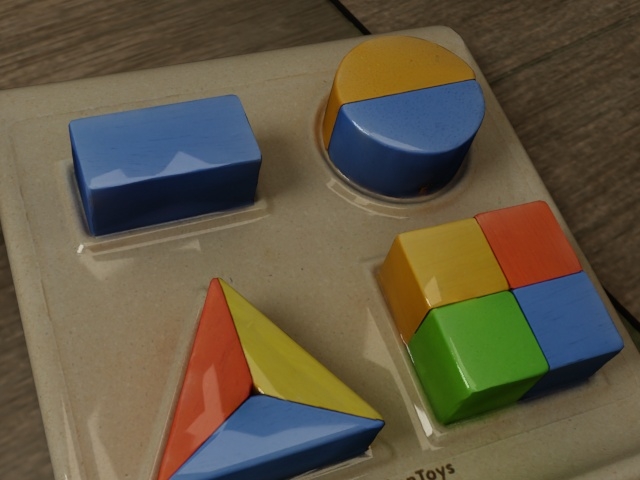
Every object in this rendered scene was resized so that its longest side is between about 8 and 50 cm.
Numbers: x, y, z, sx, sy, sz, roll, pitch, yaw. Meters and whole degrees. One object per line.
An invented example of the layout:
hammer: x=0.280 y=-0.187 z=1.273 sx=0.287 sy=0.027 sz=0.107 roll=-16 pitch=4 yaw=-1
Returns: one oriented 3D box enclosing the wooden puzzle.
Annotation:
wooden puzzle: x=0.000 y=0.000 z=0.463 sx=0.322 sy=0.080 sz=0.348 roll=-13 pitch=58 yaw=-18
